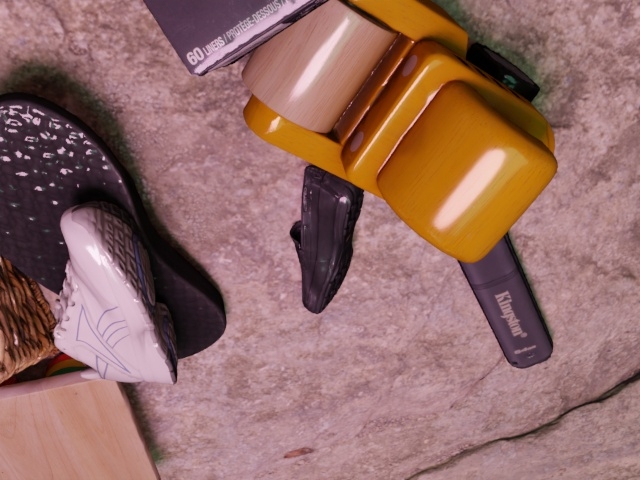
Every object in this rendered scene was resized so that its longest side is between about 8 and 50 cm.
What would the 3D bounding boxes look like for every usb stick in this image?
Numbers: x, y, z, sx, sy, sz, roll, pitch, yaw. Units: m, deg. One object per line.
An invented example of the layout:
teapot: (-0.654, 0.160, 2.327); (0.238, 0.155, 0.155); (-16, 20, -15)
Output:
usb stick: (0.266, 0.085, 1.064); (0.077, 0.045, 0.278); (-27, 125, 7)

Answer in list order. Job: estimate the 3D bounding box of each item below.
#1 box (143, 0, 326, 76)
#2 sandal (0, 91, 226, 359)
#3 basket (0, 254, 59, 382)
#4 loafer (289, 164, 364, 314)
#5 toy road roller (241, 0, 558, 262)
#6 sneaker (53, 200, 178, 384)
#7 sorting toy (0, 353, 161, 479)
box: (-0.098, -0.297, 0.615); (0.165, 0.143, 0.270); (-30, 102, 14)
sandal: (-0.261, -0.005, 0.879); (0.168, 0.107, 0.445); (-23, 138, 4)
basket: (-0.503, 0.087, 0.888); (0.300, 0.223, 0.213); (-14, 93, -1)
loafer: (0.000, 0.000, 0.946); (0.078, 0.076, 0.223); (24, 132, 17)
toy road roller: (0.097, -0.121, 0.770); (0.330, 0.240, 0.202); (24, 116, -25)
sneaker: (-0.240, 0.079, 0.819); (0.130, 0.111, 0.297); (-9, 137, -5)
sorting toy: (-0.377, 0.270, 1.036); (0.256, 0.089, 0.257); (-11, 127, -4)
